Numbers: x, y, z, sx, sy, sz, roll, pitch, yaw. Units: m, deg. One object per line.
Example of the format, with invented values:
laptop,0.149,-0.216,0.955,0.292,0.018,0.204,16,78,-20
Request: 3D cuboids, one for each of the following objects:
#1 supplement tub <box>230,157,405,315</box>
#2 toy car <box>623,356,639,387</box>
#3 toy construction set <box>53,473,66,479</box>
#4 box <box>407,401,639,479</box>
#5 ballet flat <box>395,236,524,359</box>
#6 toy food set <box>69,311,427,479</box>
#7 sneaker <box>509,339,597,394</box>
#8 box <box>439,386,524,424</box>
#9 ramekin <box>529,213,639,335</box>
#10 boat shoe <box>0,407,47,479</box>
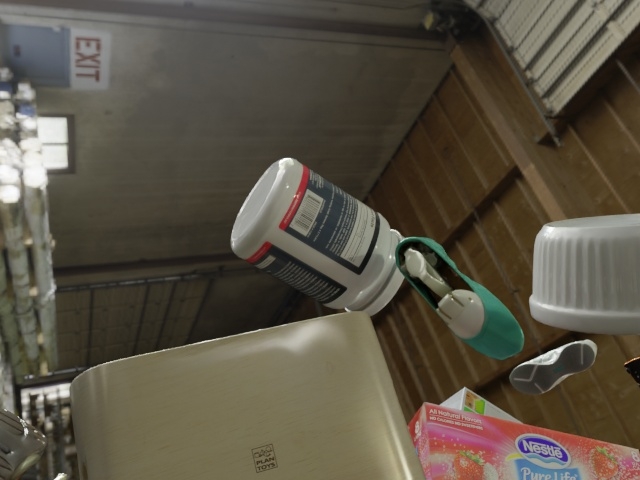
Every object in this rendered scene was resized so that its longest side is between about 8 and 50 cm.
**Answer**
supplement tub,0.000,0.000,1.013,0.191,0.272,0.191,-49,-159,26
toy car,0.535,0.181,0.915,0.060,0.040,0.122,39,-56,17
toy construction set,-0.590,0.463,0.973,0.215,0.327,0.151,97,-7,-56
box,0.244,0.325,0.713,0.154,0.299,0.142,-84,-169,-50
ballet flat,0.184,0.079,0.844,0.083,0.087,0.247,-58,-135,21
toy food set,-0.056,0.202,0.530,0.092,0.305,0.220,115,-39,-60
sneaker,0.378,0.205,0.939,0.152,0.061,0.054,-36,-107,34
box,0.390,0.520,1.351,0.127,0.261,0.231,-54,-175,40
ramekin,0.342,0.030,0.659,0.207,0.207,0.109,2,-82,65
boat shoe,-0.417,0.274,0.643,0.123,0.116,0.324,35,-10,6
